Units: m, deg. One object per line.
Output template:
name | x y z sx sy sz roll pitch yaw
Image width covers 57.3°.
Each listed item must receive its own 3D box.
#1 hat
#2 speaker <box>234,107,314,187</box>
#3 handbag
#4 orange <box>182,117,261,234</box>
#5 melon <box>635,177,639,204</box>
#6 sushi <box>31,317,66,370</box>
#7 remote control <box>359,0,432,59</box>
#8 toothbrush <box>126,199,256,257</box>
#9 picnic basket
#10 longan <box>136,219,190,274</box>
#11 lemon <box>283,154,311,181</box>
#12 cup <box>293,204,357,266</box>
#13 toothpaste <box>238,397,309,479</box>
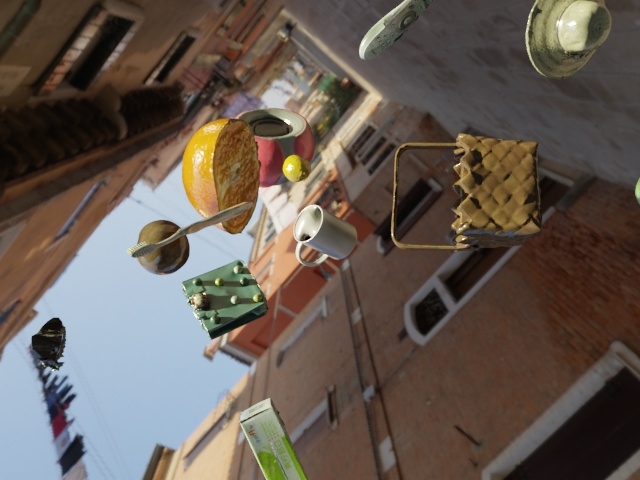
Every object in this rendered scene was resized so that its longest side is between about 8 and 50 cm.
hat | 0.623 -0.506 1.387 0.252 0.252 0.110 34 -176 -32
speaker | -0.160 -0.317 1.951 0.294 0.294 0.294 39 -168 -10
handbag | -0.360 0.212 2.230 0.274 0.100 0.268 -19 -127 -23
orange | -0.260 -0.176 1.639 0.310 0.274 0.274 52 -174 -24
melon | 1.084 -0.185 1.751 0.182 0.288 0.182 57 172 12
sushi | -0.545 0.211 1.182 0.056 0.084 0.083 1 -158 -17
remote control | 0.194 -0.550 1.458 0.045 0.256 0.097 54 -167 17
toothbrush | -0.307 -0.036 1.463 0.375 0.028 0.037 -27 -144 -36
picnic basket | 0.326 -0.100 1.328 0.322 0.253 0.291 2 171 12
longan | -0.477 0.019 1.765 0.167 0.167 0.187 28 -170 -48
lemon | -0.057 -0.171 1.390 0.065 0.065 0.092 34 -177 -30
cup | 0.000 -0.009 1.441 0.133 0.136 0.099 26 -141 -40
toothpaste | -0.040 0.439 0.994 0.336 0.067 0.081 65 173 1
